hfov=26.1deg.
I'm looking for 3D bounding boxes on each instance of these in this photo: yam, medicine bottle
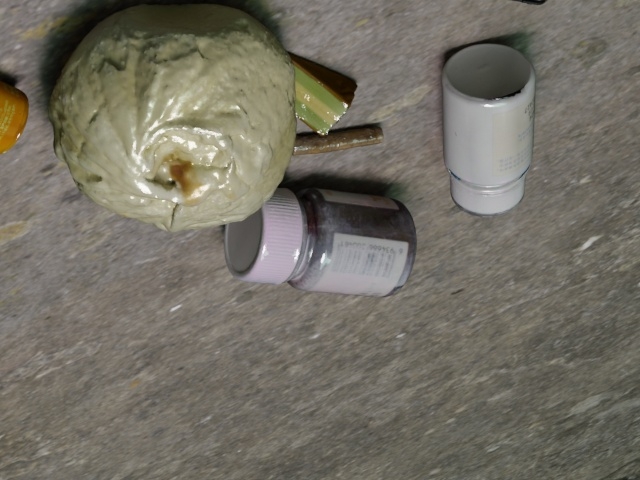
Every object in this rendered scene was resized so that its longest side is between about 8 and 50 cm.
[{"bbox_3d":[0.025,-0.153,2.127,0.145,0.032,0.032,-9,136,-14],"label":"yam"},{"bbox_3d":[0.259,-0.165,2.131,0.143,0.143,0.258,-15,136,-8],"label":"medicine bottle"},{"bbox_3d":[-0.488,-0.190,1.821,0.192,0.096,0.096,25,120,-39],"label":"medicine bottle"},{"bbox_3d":[0.000,0.000,2.177,0.273,0.165,0.165,7,131,-27],"label":"medicine bottle"}]

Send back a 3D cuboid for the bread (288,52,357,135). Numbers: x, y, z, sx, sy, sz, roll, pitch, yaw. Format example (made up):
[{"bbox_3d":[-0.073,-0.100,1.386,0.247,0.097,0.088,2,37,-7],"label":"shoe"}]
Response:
[{"bbox_3d":[-0.023,-0.231,2.040,0.139,0.084,0.074,35,118,-9],"label":"bread"}]

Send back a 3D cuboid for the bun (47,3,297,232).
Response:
[{"bbox_3d":[-0.187,-0.150,1.891,0.349,0.227,0.352,-24,137,2],"label":"bun"}]

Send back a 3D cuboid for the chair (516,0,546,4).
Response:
[{"bbox_3d":[0.264,-0.450,1.845,0.145,0.140,0.221,4,130,-28],"label":"chair"}]
